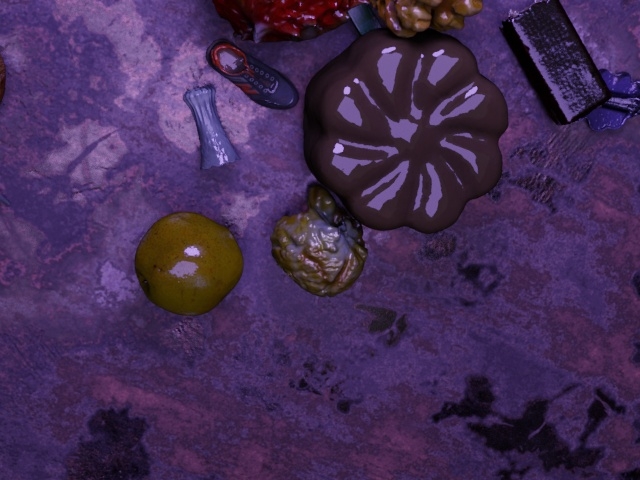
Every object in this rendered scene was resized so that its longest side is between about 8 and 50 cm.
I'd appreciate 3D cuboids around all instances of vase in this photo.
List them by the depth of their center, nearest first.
[{"bbox_3d":[-0.208,-0.212,1.415,0.081,0.081,0.148,-17,102,-3],"label":"vase"}]

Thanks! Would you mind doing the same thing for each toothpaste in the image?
[{"bbox_3d":[0.096,-0.393,1.427,0.043,0.037,0.178,-32,105,6],"label":"toothpaste"}]

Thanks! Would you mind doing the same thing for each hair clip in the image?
[{"bbox_3d":[0.569,-0.278,1.510,0.195,0.052,0.124,6,97,-3],"label":"hair clip"}]

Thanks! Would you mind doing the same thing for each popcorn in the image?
[{"bbox_3d":[0.000,0.000,1.447,0.198,0.198,0.212,22,66,-12],"label":"popcorn"}]

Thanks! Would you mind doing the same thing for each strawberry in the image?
[{"bbox_3d":[-0.074,-0.498,1.246,0.292,0.292,0.343,-18,118,-3],"label":"strawberry"}]

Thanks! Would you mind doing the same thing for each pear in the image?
[{"bbox_3d":[-0.249,0.043,1.421,0.198,0.198,0.198,-2,104,-7],"label":"pear"}]

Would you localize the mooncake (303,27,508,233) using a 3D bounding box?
[{"bbox_3d":[0.155,-0.197,1.378,0.378,0.201,0.378,-3,112,-8],"label":"mooncake"}]

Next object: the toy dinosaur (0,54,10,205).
[{"bbox_3d":[-0.643,-0.240,1.350,0.205,0.092,0.393,-22,103,-6],"label":"toy dinosaur"}]

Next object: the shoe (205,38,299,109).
[{"bbox_3d":[-0.125,-0.302,1.400,0.194,0.077,0.074,32,97,-13],"label":"shoe"}]

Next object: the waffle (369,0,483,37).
[{"bbox_3d":[0.173,-0.493,1.264,0.151,0.324,0.261,10,127,-21],"label":"waffle"}]

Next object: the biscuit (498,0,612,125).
[{"bbox_3d":[0.447,-0.348,1.449,0.106,0.070,0.252,-33,97,1],"label":"biscuit"}]
